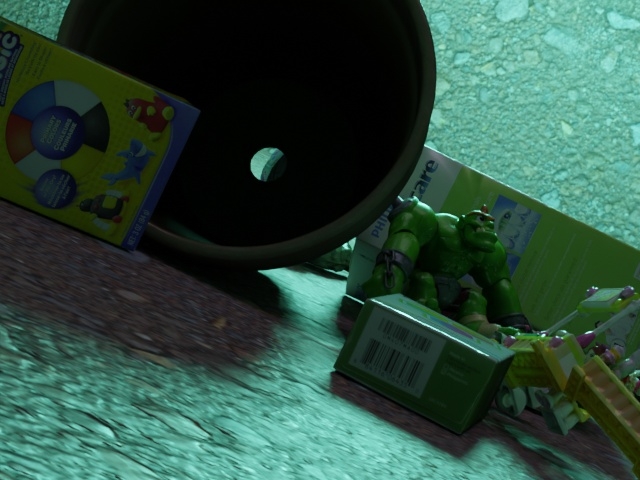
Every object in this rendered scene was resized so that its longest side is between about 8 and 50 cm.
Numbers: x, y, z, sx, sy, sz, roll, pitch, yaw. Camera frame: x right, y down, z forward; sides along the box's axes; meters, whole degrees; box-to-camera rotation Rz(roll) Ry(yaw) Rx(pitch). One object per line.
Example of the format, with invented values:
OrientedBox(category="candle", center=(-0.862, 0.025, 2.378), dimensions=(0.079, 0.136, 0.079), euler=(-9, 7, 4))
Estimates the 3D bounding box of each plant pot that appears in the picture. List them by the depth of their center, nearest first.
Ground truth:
OrientedBox(category="plant pot", center=(-0.055, -0.105, 1.689), dimensions=(0.323, 0.323, 0.280), euler=(27, -12, 11))

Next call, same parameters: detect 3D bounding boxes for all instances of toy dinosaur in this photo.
OrientedBox(category="toy dinosaur", center=(0.000, 0.000, 2.088), dimensions=(0.118, 0.064, 0.268), euler=(36, 6, 28))

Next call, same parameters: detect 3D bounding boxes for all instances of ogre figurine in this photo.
OrientedBox(category="ogre figurine", center=(0.111, 0.031, 1.642), dimensions=(0.197, 0.118, 0.097), euler=(12, -31, -23))

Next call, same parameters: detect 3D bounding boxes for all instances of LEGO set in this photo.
OrientedBox(category="LEGO set", center=(0.242, 0.113, 1.497), dimensions=(0.287, 0.107, 0.132), euler=(29, -34, 54))

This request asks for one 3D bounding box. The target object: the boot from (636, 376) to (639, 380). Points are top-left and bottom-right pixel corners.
OrientedBox(category="boot", center=(0.397, 0.110, 2.309), dimensions=(0.246, 0.094, 0.207), euler=(60, -2, -8))

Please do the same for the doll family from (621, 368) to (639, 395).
OrientedBox(category="doll family", center=(0.248, 0.090, 2.101), dimensions=(0.263, 0.118, 0.163), euler=(55, 16, 11))

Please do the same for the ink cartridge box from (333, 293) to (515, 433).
OrientedBox(category="ink cartridge box", center=(0.088, 0.092, 1.469), dimensions=(0.109, 0.062, 0.209), euler=(27, 4, 11))

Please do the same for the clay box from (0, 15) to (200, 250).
OrientedBox(category="clay box", center=(-0.219, -0.091, 1.455), dimensions=(0.222, 0.127, 0.053), euler=(23, 6, -27))

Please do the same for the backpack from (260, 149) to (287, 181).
OrientedBox(category="backpack", center=(-0.018, -0.061, 2.317), dimensions=(0.152, 0.115, 0.182), euler=(37, 1, -13))

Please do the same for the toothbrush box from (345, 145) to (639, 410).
OrientedBox(category="toothbrush box", center=(0.178, 0.040, 1.842), dimensions=(0.283, 0.122, 0.206), euler=(25, -15, 5))

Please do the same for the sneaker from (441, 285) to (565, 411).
OrientedBox(category="sneaker", center=(0.154, 0.099, 1.735), dimensions=(0.170, 0.063, 0.075), euler=(36, -15, -6))
